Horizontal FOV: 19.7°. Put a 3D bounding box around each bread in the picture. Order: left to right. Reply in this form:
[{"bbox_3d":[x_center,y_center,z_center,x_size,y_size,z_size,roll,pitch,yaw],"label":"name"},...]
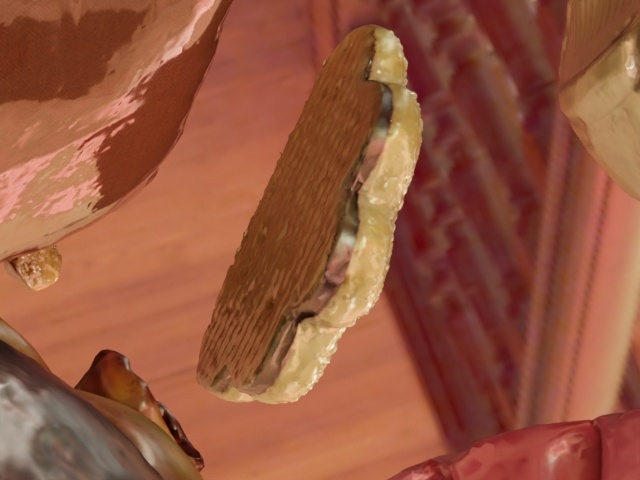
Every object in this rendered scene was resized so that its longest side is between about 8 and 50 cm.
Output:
[{"bbox_3d":[0.000,0.000,1.245,0.056,0.207,0.286,20,104,-20],"label":"bread"}]

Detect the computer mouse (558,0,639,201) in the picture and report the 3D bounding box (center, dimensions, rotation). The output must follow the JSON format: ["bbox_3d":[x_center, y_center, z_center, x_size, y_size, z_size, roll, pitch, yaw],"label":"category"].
[{"bbox_3d":[0.289,-0.099,1.214,0.228,0.145,0.429,30,159,-11],"label":"computer mouse"}]

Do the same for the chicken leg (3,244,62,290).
[{"bbox_3d":[-0.326,-0.055,1.677,0.087,0.251,0.107,-41,-163,1],"label":"chicken leg"}]

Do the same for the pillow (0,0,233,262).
[{"bbox_3d":[-0.181,-0.079,1.036,0.305,0.108,0.308,-21,155,-33],"label":"pillow"}]

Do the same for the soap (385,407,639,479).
[{"bbox_3d":[0.116,0.284,0.968,0.233,0.359,0.128,-13,150,36],"label":"soap"}]

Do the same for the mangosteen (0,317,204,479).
[{"bbox_3d":[-0.190,0.155,0.570,0.382,0.435,0.382,4,120,7],"label":"mangosteen"}]
